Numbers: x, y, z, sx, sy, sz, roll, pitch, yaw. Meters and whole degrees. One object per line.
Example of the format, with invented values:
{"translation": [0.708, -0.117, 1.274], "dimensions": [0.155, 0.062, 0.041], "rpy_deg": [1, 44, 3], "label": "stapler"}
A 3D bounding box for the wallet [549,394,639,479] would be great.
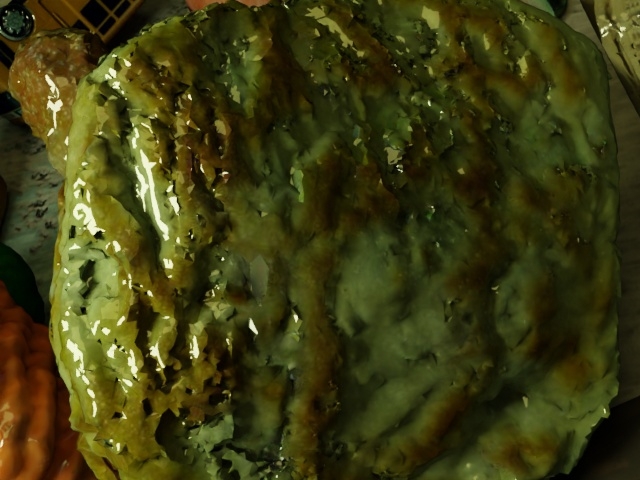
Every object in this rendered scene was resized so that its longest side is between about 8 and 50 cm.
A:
{"translation": [0.185, 0.192, 1.001], "dimensions": [0.309, 0.042, 0.165], "rpy_deg": [-24, 45, 4], "label": "wallet"}

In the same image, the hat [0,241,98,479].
{"translation": [-0.272, 0.103, 1.130], "dimensions": [0.285, 0.285, 0.400], "rpy_deg": [-19, 41, 9], "label": "hat"}

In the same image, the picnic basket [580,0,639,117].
{"translation": [0.311, -0.200, 1.137], "dimensions": [0.175, 0.228, 0.313], "rpy_deg": [-16, 46, 25], "label": "picnic basket"}

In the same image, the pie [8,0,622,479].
{"translation": [0.024, 0.010, 0.979], "dimensions": [0.418, 0.180, 0.395], "rpy_deg": [-7, 85, -17], "label": "pie"}

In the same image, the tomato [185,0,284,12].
{"translation": [-0.070, -0.333, 1.524], "dimensions": [0.199, 0.112, 0.228], "rpy_deg": [-24, 49, 1], "label": "tomato"}

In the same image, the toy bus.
{"translation": [-0.276, -0.212, 1.507], "dimensions": [0.201, 0.114, 0.098], "rpy_deg": [-53, 22, -22], "label": "toy bus"}

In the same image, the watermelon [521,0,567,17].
{"translation": [0.178, -0.255, 1.389], "dimensions": [0.101, 0.080, 0.155], "rpy_deg": [-13, 32, -37], "label": "watermelon"}

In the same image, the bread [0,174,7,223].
{"translation": [-0.414, -0.096, 1.301], "dimensions": [0.077, 0.361, 0.138], "rpy_deg": [-12, 49, 23], "label": "bread"}
